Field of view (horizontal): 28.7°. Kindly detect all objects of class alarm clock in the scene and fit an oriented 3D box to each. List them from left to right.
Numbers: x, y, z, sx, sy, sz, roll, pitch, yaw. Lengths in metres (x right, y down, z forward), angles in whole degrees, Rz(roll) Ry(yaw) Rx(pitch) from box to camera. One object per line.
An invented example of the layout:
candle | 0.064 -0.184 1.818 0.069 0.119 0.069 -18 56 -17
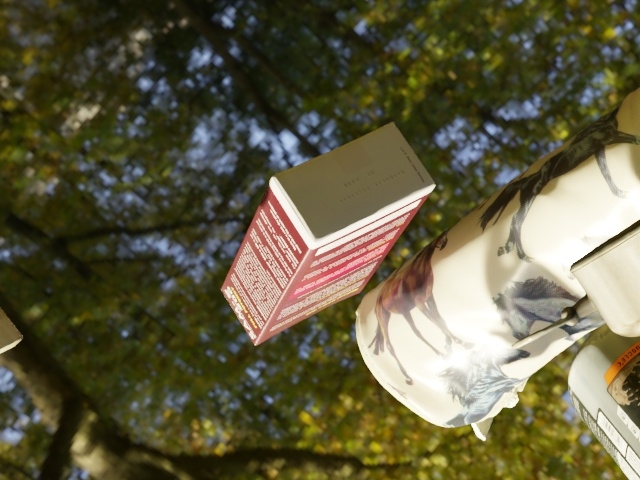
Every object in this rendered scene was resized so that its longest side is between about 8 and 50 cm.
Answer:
alarm clock | 0.190 0.013 0.689 0.192 0.064 0.129 -31 174 9

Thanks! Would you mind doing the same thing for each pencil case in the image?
pencil case | 0.227 0.019 1.152 0.410 0.183 0.160 -40 -160 34

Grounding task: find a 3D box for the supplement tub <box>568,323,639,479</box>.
supplement tub | 0.464 0.238 1.517 0.207 0.207 0.338 -44 -144 8

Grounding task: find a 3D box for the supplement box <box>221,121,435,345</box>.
supplement box | 0.000 0.000 1.133 0.130 0.073 0.239 -26 164 -26

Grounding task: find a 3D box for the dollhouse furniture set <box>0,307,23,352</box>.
dollhouse furniture set | -0.399 0.066 0.785 0.198 0.286 0.303 -40 176 23
